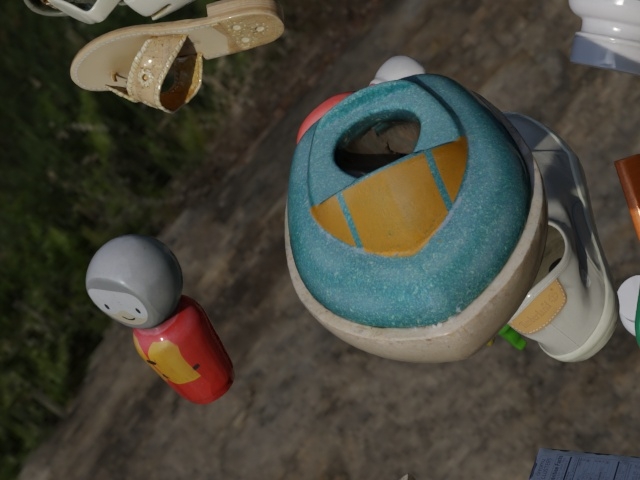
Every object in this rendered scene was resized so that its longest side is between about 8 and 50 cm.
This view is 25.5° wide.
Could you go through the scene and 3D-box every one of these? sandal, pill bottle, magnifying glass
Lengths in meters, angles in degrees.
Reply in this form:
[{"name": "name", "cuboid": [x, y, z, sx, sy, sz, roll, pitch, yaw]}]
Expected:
[{"name": "sandal", "cuboid": [-0.145, -0.166, 1.383, 0.240, 0.088, 0.079, -16, 62, 21]}, {"name": "pill bottle", "cuboid": [0.298, -0.255, 1.348, 0.112, 0.112, 0.186, -149, 69, -68]}, {"name": "pill bottle", "cuboid": [0.539, 0.117, 2.254, 0.103, 0.184, 0.103, -13, 64, 30]}, {"name": "magnifying glass", "cuboid": [0.343, 0.026, 1.418, 0.092, 0.231, 0.026, -18, 2, -3]}]

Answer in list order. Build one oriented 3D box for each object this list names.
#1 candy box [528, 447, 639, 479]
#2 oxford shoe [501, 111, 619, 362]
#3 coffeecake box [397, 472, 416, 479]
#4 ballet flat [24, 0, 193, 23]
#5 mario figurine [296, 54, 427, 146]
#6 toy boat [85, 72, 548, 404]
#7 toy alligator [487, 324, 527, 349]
[{"name": "candy box", "cuboid": [0.320, 0.303, 1.449, 0.196, 0.165, 0.070, 1, 34, 24]}, {"name": "oxford shoe", "cuboid": [0.255, -0.033, 1.804, 0.169, 0.130, 0.449, -49, 31, 27]}, {"name": "coffeecake box", "cuboid": [0.046, 0.370, 1.610, 0.185, 0.068, 0.142, -39, 11, 19]}, {"name": "ballet flat", "cuboid": [-0.117, -0.170, 0.912, 0.213, 0.072, 0.068, 5, 64, 44]}, {"name": "mario figurine", "cuboid": [0.066, -0.063, 1.475, 0.198, 0.170, 0.320, -38, 17, 23]}, {"name": "toy boat", "cuboid": [0.000, 0.000, 0.992, 0.318, 0.148, 0.267, -28, 37, 5]}, {"name": "toy alligator", "cuboid": [0.190, 0.076, 1.824, 0.056, 0.190, 0.051, -49, -9, -15]}]
